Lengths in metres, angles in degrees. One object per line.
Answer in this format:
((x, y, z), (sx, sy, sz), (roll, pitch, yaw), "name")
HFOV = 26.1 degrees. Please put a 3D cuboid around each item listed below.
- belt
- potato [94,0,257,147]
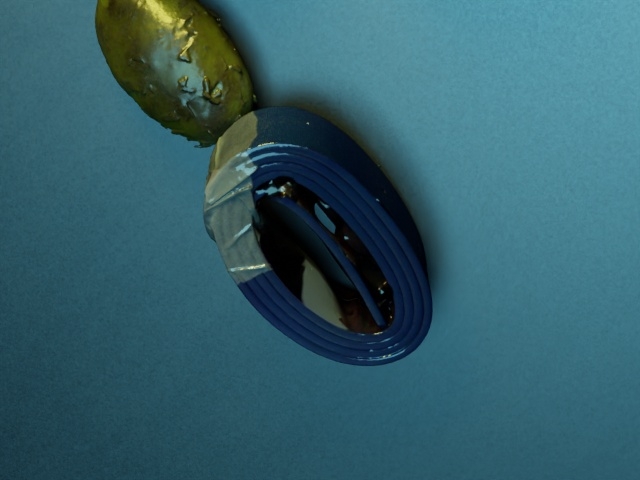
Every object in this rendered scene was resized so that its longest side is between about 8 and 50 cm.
((0.000, 0.000, 1.694), (0.212, 0.117, 0.347), (-32, 116, 18), "belt")
((-0.184, -0.225, 1.694), (0.149, 0.113, 0.251), (-36, 100, 26), "potato")
